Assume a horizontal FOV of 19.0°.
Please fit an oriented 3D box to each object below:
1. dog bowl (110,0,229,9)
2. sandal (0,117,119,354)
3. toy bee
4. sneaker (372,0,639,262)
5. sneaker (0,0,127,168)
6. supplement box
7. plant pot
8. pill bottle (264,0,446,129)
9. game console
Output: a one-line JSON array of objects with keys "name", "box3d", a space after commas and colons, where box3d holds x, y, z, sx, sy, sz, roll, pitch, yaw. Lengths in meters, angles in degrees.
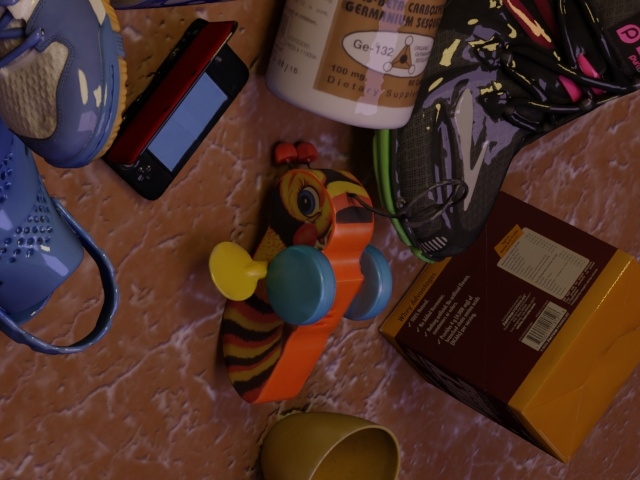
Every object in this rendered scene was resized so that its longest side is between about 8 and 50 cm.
[{"name": "dog bowl", "box3d": [-0.109, -0.290, 1.293, 0.104, 0.265, 0.265, -14, 122, -40]}, {"name": "sandal", "box3d": [-0.225, -0.013, 1.384, 0.126, 0.138, 0.317, -51, 157, -15]}, {"name": "toy bee", "box3d": [0.000, 0.000, 1.707, 0.298, 0.162, 0.195, -40, 152, 14]}, {"name": "sneaker", "box3d": [0.214, -0.191, 1.752, 0.185, 0.202, 0.483, 35, 86, -50]}, {"name": "sneaker", "box3d": [-0.230, -0.179, 1.250, 0.112, 0.296, 0.131, -33, 164, 30]}, {"name": "supplement box", "box3d": [0.205, 0.082, 1.916, 0.191, 0.194, 0.129, -53, 141, -9]}, {"name": "plant pot", "box3d": [-0.003, 0.219, 1.855, 0.134, 0.095, 0.134, -25, 129, -36]}, {"name": "pill bottle", "box3d": [0.043, -0.219, 1.608, 0.131, 0.131, 0.229, -1, 113, -47]}, {"name": "game console", "box3d": [-0.105, -0.102, 1.556, 0.144, 0.085, 0.124, -53, 140, -8]}]
